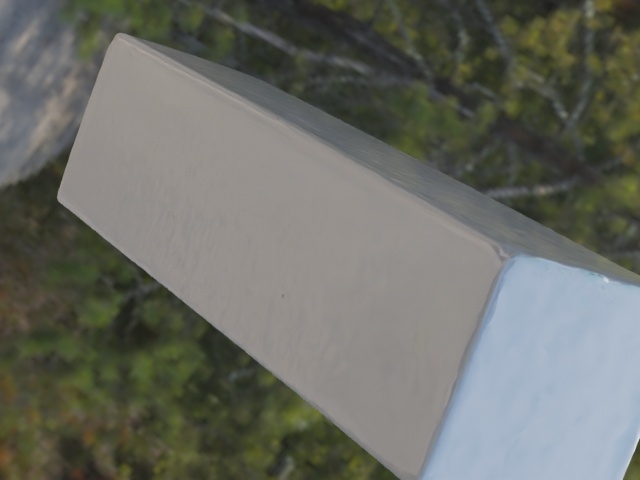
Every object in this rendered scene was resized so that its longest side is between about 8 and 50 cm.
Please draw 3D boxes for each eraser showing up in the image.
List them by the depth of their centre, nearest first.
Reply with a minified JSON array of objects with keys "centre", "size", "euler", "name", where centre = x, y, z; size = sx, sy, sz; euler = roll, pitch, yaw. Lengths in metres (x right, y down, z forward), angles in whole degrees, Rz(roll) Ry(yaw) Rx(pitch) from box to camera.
[{"centre":[-0.001,0.001,0.617],"size":[0.076,0.298,0.078],"euler":[16,100,-32],"name":"eraser"}]
